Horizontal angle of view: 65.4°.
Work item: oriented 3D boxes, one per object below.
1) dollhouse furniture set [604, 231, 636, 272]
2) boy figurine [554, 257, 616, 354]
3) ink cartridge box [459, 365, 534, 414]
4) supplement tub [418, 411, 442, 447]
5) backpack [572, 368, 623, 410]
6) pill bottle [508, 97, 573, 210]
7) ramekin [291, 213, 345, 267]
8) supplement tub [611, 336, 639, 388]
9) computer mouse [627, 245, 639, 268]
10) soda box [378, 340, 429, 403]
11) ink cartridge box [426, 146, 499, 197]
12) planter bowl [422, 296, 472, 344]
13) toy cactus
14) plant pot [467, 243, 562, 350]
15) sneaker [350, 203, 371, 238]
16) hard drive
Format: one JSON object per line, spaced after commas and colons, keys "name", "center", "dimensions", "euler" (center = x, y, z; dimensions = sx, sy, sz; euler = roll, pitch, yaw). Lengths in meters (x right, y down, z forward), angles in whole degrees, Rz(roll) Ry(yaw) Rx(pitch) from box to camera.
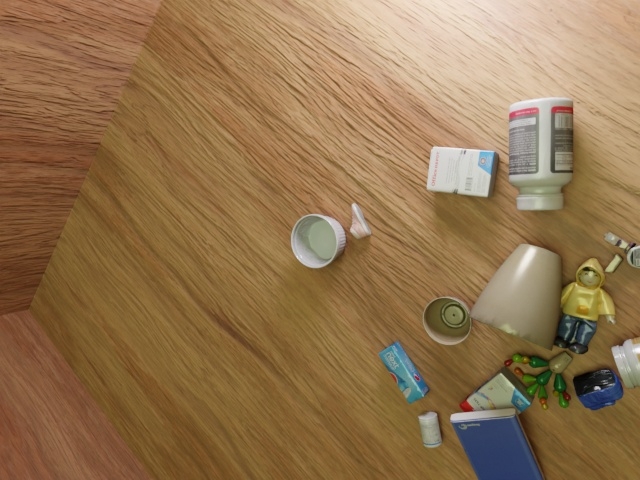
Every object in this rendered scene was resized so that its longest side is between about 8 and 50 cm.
{"name": "dollhouse furniture set", "center": [0.847, 0.035, 1.471], "dimensions": [0.081, 0.091, 0.114], "euler": [41, 117, 36]}
{"name": "boy figurine", "center": [0.799, 0.196, 1.502], "dimensions": [0.177, 0.092, 0.285], "euler": [22, 108, 36]}
{"name": "ink cartridge box", "center": [0.578, 0.549, 1.672], "dimensions": [0.134, 0.078, 0.231], "euler": [47, 115, 17]}
{"name": "supplement tub", "center": [0.395, 0.681, 1.795], "dimensions": [0.071, 0.071, 0.107], "euler": [-11, 89, 30]}
{"name": "backpack", "center": [0.843, 0.446, 1.503], "dimensions": [0.120, 0.098, 0.101], "euler": [-35, 107, 28]}
{"name": "pill bottle", "center": [0.655, -0.250, 1.487], "dimensions": [0.176, 0.176, 0.318], "euler": [1, 96, 30]}
{"name": "ramekin", "center": [0.000, 0.000, 1.925], "dimensions": [0.207, 0.109, 0.207], "euler": [3, 97, 30]}
{"name": "supplement tub", "center": [0.949, 0.336, 1.400], "dimensions": [0.200, 0.144, 0.144], "euler": [-23, 84, 30]}
{"name": "computer mouse", "center": [0.978, 0.041, 1.414], "dimensions": [0.193, 0.042, 0.106], "euler": [-1, 100, 24]}
{"name": "soda box", "center": [0.305, 0.482, 1.827], "dimensions": [0.071, 0.067, 0.210], "euler": [-39, 76, 27]}
{"name": "ink cartridge box", "center": [0.468, -0.226, 1.648], "dimensions": [0.203, 0.086, 0.148], "euler": [12, 100, 29]}
{"name": "planter bowl", "center": [0.443, 0.263, 1.700], "dimensions": [0.162, 0.109, 0.162], "euler": [3, 96, 29]}
{"name": "toy cactus", "center": [0.714, 0.421, 1.578], "dimensions": [0.180, 0.112, 0.219], "euler": [-50, 63, 14]}
{"name": "plant pot", "center": [0.625, 0.159, 1.528], "dimensions": [0.257, 0.256, 0.274], "euler": [21, 88, 26]}
{"name": "sneaker", "center": [0.132, -0.068, 1.876], "dimensions": [0.070, 0.051, 0.134], "euler": [-27, 86, 24]}
{"name": "hard drive", "center": [0.586, 0.697, 1.641], "dimensions": [0.210, 0.040, 0.318], "euler": [-18, 107, 30]}
